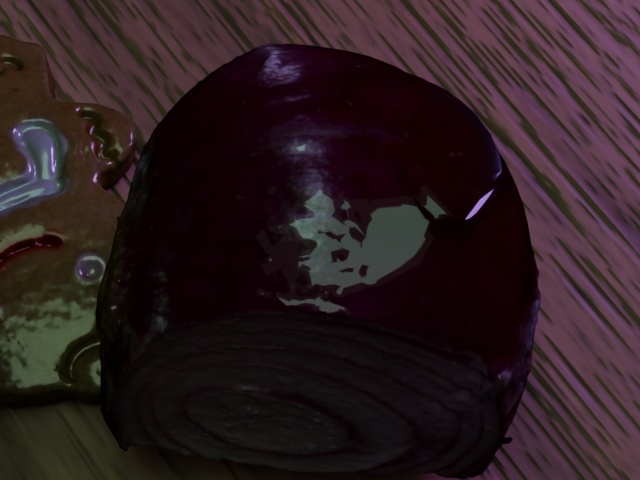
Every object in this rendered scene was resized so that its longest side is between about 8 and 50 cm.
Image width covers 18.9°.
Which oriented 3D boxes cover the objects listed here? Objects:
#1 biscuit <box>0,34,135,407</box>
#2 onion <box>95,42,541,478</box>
[{"bbox_3d":[-0.182,-0.009,1.090,0.184,0.035,0.249,-22,64,-10],"label":"biscuit"},{"bbox_3d":[0.000,-0.005,0.977,0.216,0.206,0.207,6,55,-12],"label":"onion"}]
